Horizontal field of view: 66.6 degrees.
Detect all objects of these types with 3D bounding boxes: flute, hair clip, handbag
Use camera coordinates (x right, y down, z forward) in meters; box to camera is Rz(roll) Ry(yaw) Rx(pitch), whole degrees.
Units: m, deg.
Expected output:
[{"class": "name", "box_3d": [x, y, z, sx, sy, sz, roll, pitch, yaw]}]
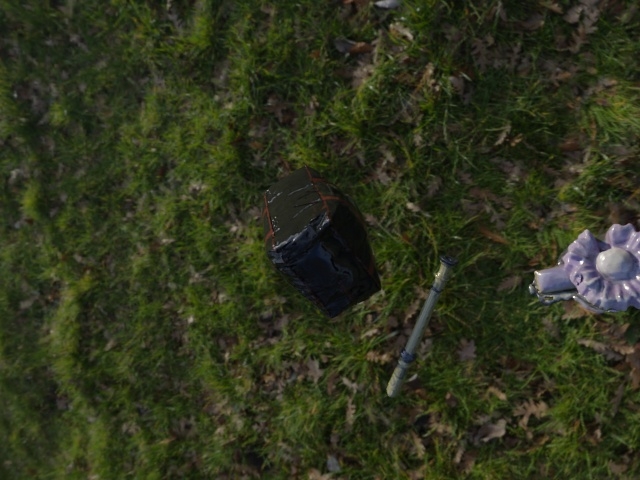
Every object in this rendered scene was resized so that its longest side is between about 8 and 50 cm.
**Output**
[{"class": "flute", "box_3d": [0.136, 0.126, 0.677, 0.027, 0.027, 0.232, 35, 118, 37]}, {"class": "hair clip", "box_3d": [0.376, 0.016, 0.523, 0.292, 0.084, 0.106, -14, 59, 16]}, {"class": "handbag", "box_3d": [0.000, 0.000, 0.769, 0.169, 0.155, 0.215, 57, -173, -30]}]
